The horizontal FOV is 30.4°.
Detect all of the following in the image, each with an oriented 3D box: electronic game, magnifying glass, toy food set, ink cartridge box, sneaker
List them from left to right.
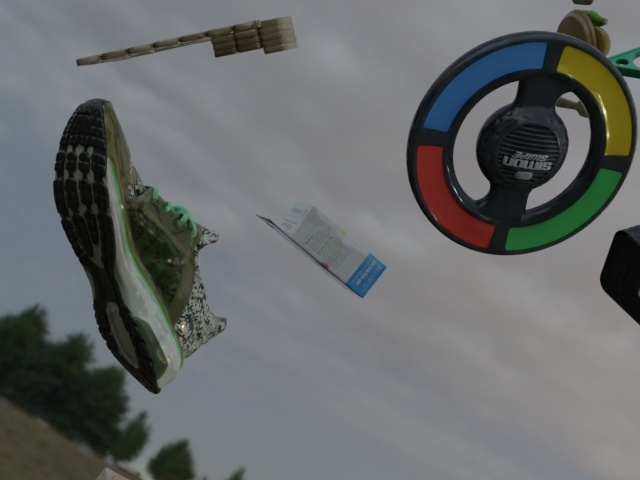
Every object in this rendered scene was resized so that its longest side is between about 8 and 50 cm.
[{"bbox_3d":[-0.232,-0.007,1.594,0.158,0.182,0.410,16,-55,47],"label":"sneaker"},{"bbox_3d":[0.000,0.000,1.715,0.181,0.061,0.104,40,-5,-15],"label":"ink cartridge box"},{"bbox_3d":[0.195,-0.089,1.131,0.229,0.229,0.048,37,15,-25],"label":"electronic game"},{"bbox_3d":[0.403,-0.292,1.807,0.039,0.192,0.132,-6,16,-16],"label":"toy food set"},{"bbox_3d":[0.526,-0.312,2.089,0.231,0.092,0.026,-5,-50,4],"label":"magnifying glass"}]

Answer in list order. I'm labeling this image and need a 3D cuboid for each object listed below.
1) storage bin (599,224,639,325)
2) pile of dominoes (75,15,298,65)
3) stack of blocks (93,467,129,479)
[{"bbox_3d":[0.519,0.066,1.773,0.180,0.084,0.122,51,-35,40],"label":"storage bin"},{"bbox_3d":[-0.157,-0.219,1.381,0.251,0.040,0.196,-10,10,15],"label":"pile of dominoes"},{"bbox_3d":[-0.274,0.450,1.469,0.087,0.171,0.297,36,13,-29],"label":"stack of blocks"}]
